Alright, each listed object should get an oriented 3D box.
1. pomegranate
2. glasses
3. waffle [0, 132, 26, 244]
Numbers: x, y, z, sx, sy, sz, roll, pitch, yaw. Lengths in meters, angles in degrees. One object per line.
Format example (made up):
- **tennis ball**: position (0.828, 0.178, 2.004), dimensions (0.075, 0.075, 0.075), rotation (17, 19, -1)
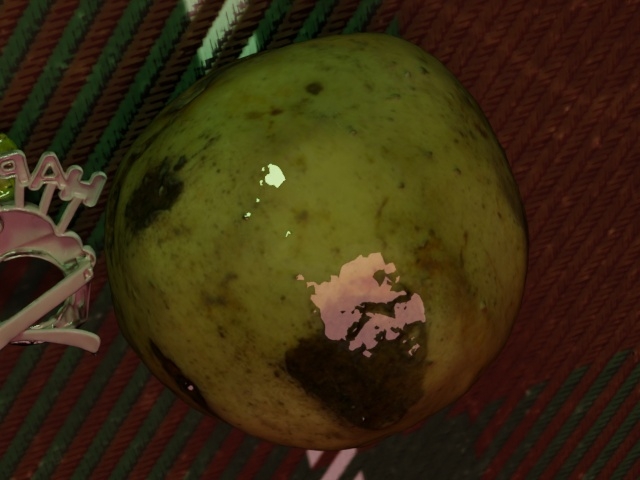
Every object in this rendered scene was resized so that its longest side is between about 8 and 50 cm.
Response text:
- **pomegranate**: position (0.000, 0.000, 0.844), dimensions (0.281, 0.281, 0.281), rotation (-9, 120, -16)
- **glasses**: position (-0.247, 0.035, 0.831), dimensions (0.255, 0.095, 0.162), rotation (-18, 123, -15)
- **waffle**: position (-0.283, -0.038, 0.857), dimensions (0.194, 0.051, 0.149), rotation (36, 99, -33)
